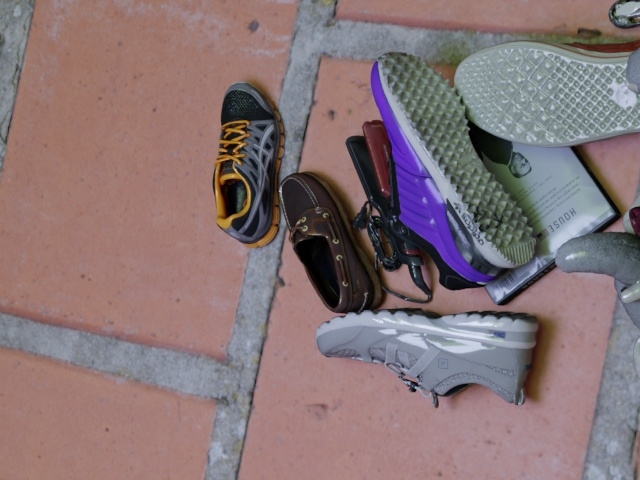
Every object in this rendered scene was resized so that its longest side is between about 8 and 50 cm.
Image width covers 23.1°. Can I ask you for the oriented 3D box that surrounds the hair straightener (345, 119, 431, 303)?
[{"bbox_3d":[0.080,-0.026,1.908,0.089,0.047,0.230,-36,70,50],"label":"hair straightener"}]

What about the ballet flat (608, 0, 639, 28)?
[{"bbox_3d":[0.376,-0.261,1.759,0.114,0.041,0.041,-9,79,29],"label":"ballet flat"}]

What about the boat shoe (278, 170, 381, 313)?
[{"bbox_3d":[0.000,0.000,1.917,0.207,0.073,0.073,58,133,26],"label":"boat shoe"}]

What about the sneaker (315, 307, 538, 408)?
[{"bbox_3d":[0.114,0.138,1.822,0.281,0.105,0.115,1,90,33],"label":"sneaker"}]

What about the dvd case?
[{"bbox_3d":[0.215,-0.070,1.834,0.179,0.029,0.239,-39,67,20],"label":"dvd case"}]

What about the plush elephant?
[{"bbox_3d":[0.370,0.001,1.603,0.255,0.330,0.272,-39,42,39],"label":"plush elephant"}]

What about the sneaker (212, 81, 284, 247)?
[{"bbox_3d":[-0.098,-0.101,1.989,0.084,0.083,0.215,-13,76,30],"label":"sneaker"}]

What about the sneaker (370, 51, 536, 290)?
[{"bbox_3d":[0.115,-0.069,1.802,0.146,0.102,0.293,-39,73,44],"label":"sneaker"}]

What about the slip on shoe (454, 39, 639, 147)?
[{"bbox_3d":[0.308,-0.171,1.751,0.331,0.101,0.123,-1,104,27],"label":"slip on shoe"}]
